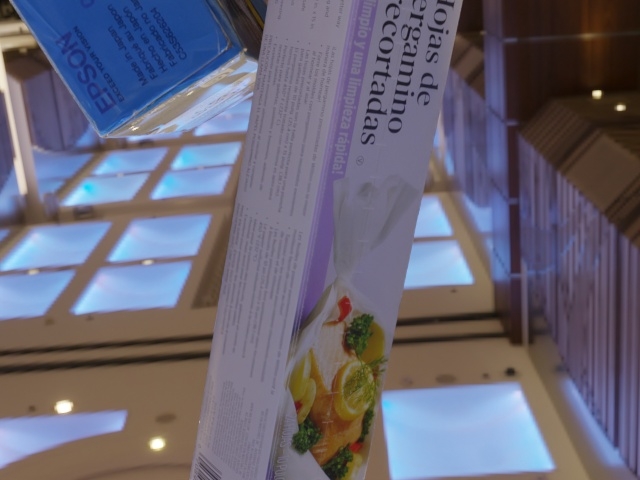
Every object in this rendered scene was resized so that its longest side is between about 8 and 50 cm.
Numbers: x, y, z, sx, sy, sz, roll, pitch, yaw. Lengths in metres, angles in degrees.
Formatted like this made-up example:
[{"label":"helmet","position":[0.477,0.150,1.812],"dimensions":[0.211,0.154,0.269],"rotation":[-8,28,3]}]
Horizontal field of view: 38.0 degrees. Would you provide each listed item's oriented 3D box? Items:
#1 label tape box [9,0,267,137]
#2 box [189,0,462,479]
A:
[{"label":"label tape box","position":[-0.133,-0.203,0.683],"dimensions":[0.106,0.240,0.333],"rotation":[-32,-176,9]},{"label":"box","position":[0.000,0.000,0.423],"dimensions":[0.063,0.323,0.067],"rotation":[1,-166,-39]}]
